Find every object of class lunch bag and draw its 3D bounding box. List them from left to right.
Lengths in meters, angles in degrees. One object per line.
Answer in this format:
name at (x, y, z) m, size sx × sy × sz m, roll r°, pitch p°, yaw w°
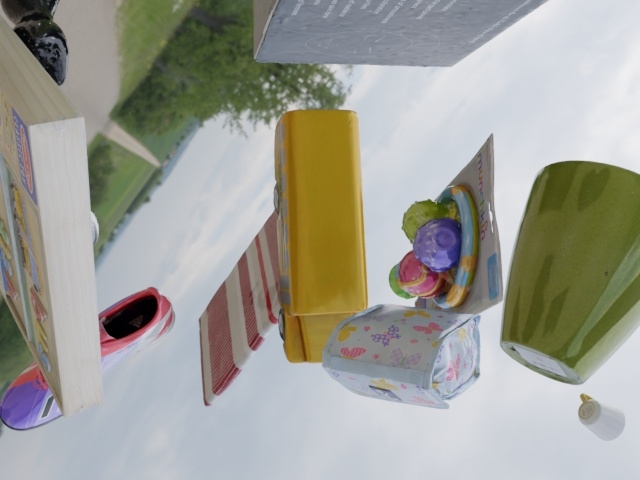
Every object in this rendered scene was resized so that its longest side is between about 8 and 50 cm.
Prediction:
lunch bag at (0.049, 0.069, 0.395) m, size 0.071 × 0.083 × 0.053 m, roll 3°, pitch -84°, yaw 30°

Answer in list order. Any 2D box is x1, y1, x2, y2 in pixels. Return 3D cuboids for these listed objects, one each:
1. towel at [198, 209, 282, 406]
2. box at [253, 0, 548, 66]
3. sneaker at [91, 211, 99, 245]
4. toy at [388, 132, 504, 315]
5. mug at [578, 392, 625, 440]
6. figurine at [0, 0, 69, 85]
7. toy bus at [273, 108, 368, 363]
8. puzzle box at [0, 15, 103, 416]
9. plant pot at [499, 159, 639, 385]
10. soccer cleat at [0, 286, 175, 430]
towel at (-0.131, 0.119, 1.227) m, size 0.329 × 0.037 × 0.237 m, roll -52°, pitch -150°, yaw 26°
box at (0.127, -0.539, 1.287) m, size 0.480 × 0.472 × 0.297 m, roll 175°, pitch -85°, yaw -78°
sneaker at (-0.541, -0.040, 1.361) m, size 0.271 × 0.101 × 0.107 m, roll 68°, pitch 11°, yaw -63°
toy at (0.100, 0.012, 0.617) m, size 0.237 × 0.056 × 0.136 m, roll 106°, pitch -15°, yaw -73°
mug at (0.481, 0.308, 1.171) m, size 0.062 × 0.064 × 0.078 m, roll -63°, pitch -159°, yaw -8°
figurine at (-0.349, -0.306, 0.734) m, size 0.093 × 0.214 × 0.209 m, roll -23°, pitch -120°, yaw -4°
toy bus at (0.000, 0.000, 0.910) m, size 0.130 × 0.108 × 0.332 m, roll 161°, pitch -73°, yaw -77°
puzzle box at (-0.336, -0.020, 0.777) m, size 0.272 × 0.052 × 0.408 m, roll 43°, pitch -43°, yaw 36°
plant pot at (0.414, 0.071, 1.068) m, size 0.293 × 0.275 × 0.275 m, roll -60°, pitch -163°, yaw -15°
soccer cleat at (-0.381, 0.182, 1.084) m, size 0.318 × 0.108 × 0.116 m, roll -35°, pitch 164°, yaw -21°
